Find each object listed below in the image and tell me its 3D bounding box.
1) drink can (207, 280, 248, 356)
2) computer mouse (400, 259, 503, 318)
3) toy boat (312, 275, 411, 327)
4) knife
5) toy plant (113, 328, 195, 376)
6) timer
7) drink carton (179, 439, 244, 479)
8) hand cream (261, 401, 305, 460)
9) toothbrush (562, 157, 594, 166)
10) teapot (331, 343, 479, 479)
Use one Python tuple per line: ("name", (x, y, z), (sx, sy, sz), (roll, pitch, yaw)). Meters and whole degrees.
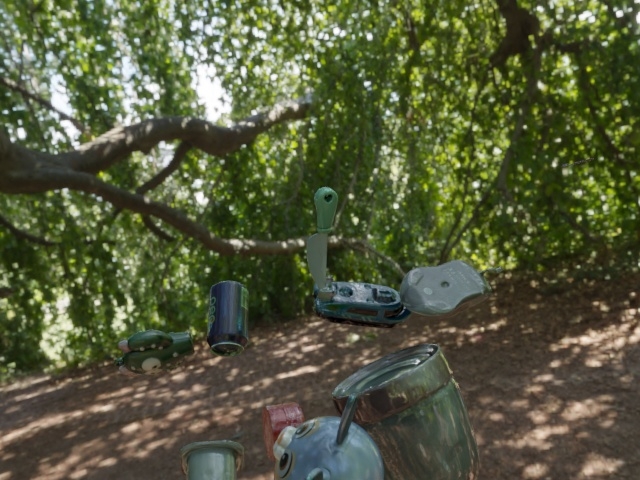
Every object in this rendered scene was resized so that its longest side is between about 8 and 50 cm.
("drink can", (-0.266, 0.224, 1.697), (0.118, 0.205, 0.118), (-2, -34, -1))
("computer mouse", (0.381, 0.140, 1.691), (0.379, 0.167, 0.090), (-13, -36, -27))
("toy boat", (0.130, 0.167, 1.694), (0.299, 0.092, 0.134), (6, 45, -12))
("knife", (-0.001, 0.000, 1.417), (0.063, 0.260, 0.034), (-2, 20, -24))
("toy plant", (-0.513, 0.349, 1.813), (0.243, 0.112, 0.232), (3, -42, -32))
("timer", (-0.005, 0.303, 0.813), (0.175, 0.255, 0.175), (-15, 44, 15))
("drink carton", (-0.309, 0.687, 1.646), (0.185, 0.191, 0.190), (4, 41, -8))
("hand cream", (-0.129, 0.671, 2.078), (0.125, 0.193, 0.193), (-3, 2, -18))
("toothbrush", (0.690, -0.210, 1.581), (0.006, 0.008, 0.097), (8, -9, -29))
("teapot", (0.160, 0.399, 1.157), (0.233, 0.312, 0.315), (-21, -4, -41))
